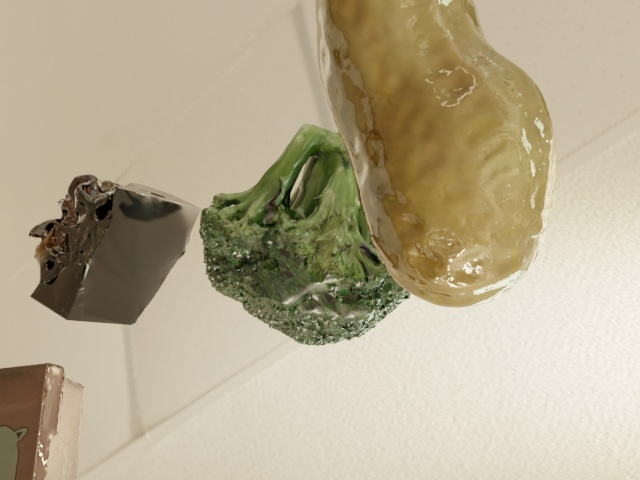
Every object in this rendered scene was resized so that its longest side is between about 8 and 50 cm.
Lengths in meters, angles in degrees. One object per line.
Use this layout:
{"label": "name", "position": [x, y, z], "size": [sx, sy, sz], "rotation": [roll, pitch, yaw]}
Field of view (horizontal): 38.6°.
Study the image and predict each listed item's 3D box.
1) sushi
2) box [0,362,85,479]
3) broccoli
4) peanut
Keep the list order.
{"label": "sushi", "position": [-0.374, 0.003, 1.568], "size": [0.212, 0.215, 0.227], "rotation": [25, -84, 33]}
{"label": "box", "position": [-0.378, 0.256, 1.015], "size": [0.215, 0.086, 0.215], "rotation": [-8, -115, 18]}
{"label": "broccoli", "position": [0.000, 0.000, 1.082], "size": [0.265, 0.294, 0.245], "rotation": [12, -97, 62]}
{"label": "peanut", "position": [0.062, -0.081, 0.506], "size": [0.120, 0.110, 0.236], "rotation": [159, -83, -80]}
